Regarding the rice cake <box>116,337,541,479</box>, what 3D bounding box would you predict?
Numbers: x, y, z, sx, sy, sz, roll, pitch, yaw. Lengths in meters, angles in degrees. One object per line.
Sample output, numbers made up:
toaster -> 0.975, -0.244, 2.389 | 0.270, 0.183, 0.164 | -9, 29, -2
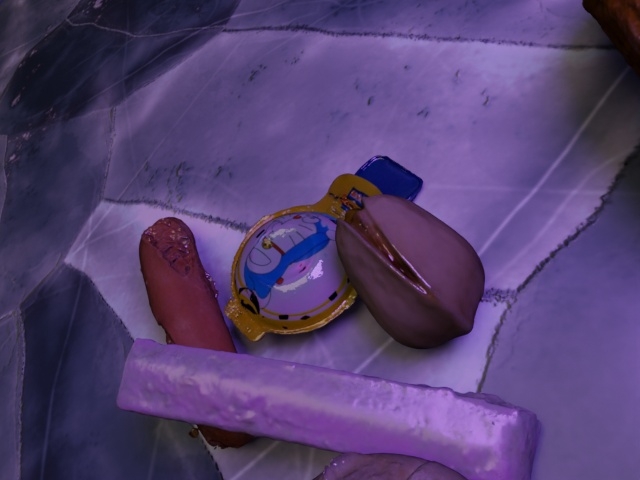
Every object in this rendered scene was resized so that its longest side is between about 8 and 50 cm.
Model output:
rice cake -> -0.014, 0.134, 0.403 | 0.365, 0.056, 0.072 | 7, 72, 14

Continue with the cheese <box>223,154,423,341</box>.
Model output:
cheese -> 0.000, 0.000, 0.520 | 0.250, 0.064, 0.156 | -44, 58, -12

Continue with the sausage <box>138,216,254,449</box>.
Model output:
sausage -> -0.148, 0.077, 0.549 | 0.079, 0.087, 0.326 | -30, 53, -3

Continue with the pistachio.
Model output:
pistachio -> 0.075, 0.024, 0.433 | 0.149, 0.113, 0.113 | 42, 89, 11

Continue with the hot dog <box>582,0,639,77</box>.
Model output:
hot dog -> 0.353, -0.155, 0.331 | 0.267, 0.174, 0.387 | -23, 54, 15

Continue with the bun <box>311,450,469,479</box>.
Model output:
bun -> 0.045, 0.229, 0.303 | 0.173, 0.113, 0.166 | 18, 101, 16
